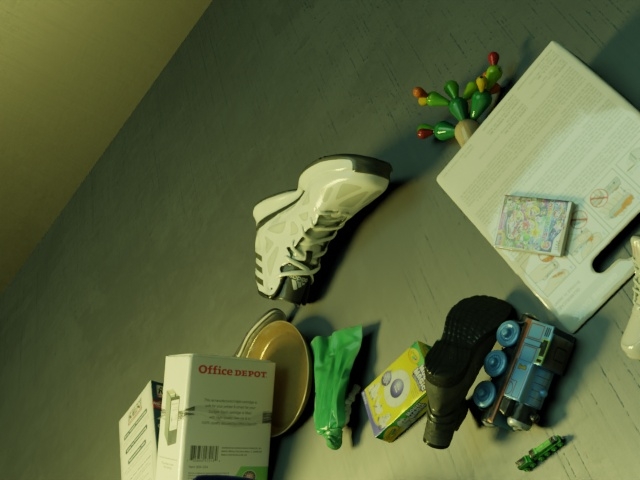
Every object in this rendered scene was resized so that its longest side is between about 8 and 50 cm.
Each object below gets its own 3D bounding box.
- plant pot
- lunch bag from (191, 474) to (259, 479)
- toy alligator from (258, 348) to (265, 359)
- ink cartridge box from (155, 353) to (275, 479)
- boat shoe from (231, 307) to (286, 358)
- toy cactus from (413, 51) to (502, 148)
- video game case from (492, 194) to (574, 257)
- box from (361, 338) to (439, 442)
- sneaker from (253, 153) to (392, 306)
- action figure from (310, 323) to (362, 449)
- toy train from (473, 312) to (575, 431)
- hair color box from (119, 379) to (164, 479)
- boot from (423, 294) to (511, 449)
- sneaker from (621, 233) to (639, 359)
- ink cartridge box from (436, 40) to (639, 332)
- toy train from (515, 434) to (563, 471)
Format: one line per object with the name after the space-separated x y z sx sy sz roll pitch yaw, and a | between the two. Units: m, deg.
-0.084 0.283 1.862 0.236 0.032 0.236 -21 64 49 | plant pot
-0.155 0.563 1.468 0.328 0.385 0.239 -52 34 18 | lunch bag
-0.163 0.312 1.978 0.189 0.056 0.051 -57 -12 -2 | toy alligator
-0.207 0.367 1.803 0.115 0.198 0.273 -10 73 54 | ink cartridge box
-0.148 0.219 1.992 0.206 0.075 0.065 -57 35 20 | boat shoe
0.264 -0.240 1.710 0.219 0.112 0.180 -32 53 28 | toy cactus
0.331 -0.024 1.418 0.122 0.011 0.087 9 84 43 | video game case
0.151 0.254 1.566 0.179 0.043 0.105 -46 37 24 | box
0.001 0.000 1.888 0.447 0.169 0.257 -29 54 54 | sneaker
0.029 0.281 1.702 0.137 0.063 0.232 -29 42 40 | action figure
0.301 0.200 1.357 0.105 0.080 0.184 16 81 52 | toy train
-0.372 0.511 2.073 0.174 0.105 0.347 -51 35 27 | hair color box
0.222 0.203 1.435 0.083 0.161 0.246 18 38 27 | boot
0.446 0.044 1.208 0.232 0.115 0.090 -62 13 -3 | sneaker
0.399 -0.087 1.443 0.308 0.091 0.385 -50 51 20 | ink cartridge box
0.315 0.306 1.310 0.083 0.024 0.017 -47 36 26 | toy train
